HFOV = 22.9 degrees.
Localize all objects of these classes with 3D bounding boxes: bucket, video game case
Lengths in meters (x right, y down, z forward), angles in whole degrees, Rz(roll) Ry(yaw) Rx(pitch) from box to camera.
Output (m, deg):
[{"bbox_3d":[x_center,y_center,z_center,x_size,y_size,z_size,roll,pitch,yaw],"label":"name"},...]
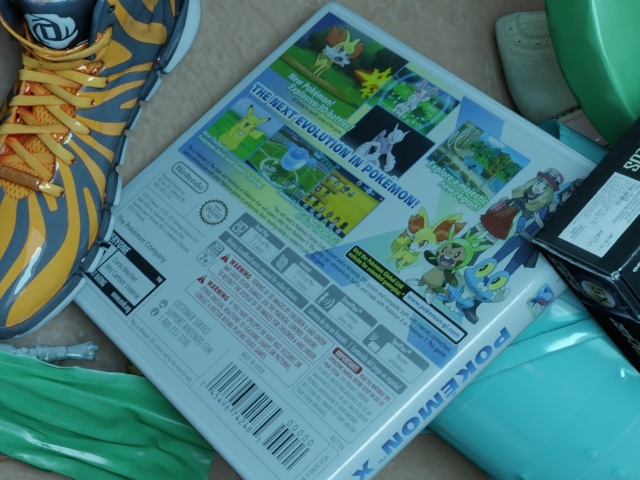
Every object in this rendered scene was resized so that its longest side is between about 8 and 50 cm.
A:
[{"bbox_3d":[0.178,0.060,1.157,0.183,0.281,0.281,33,78,-7],"label":"bucket"},{"bbox_3d":[0.000,0.000,1.074,0.300,0.329,0.036,-43,136,-8],"label":"video game case"}]

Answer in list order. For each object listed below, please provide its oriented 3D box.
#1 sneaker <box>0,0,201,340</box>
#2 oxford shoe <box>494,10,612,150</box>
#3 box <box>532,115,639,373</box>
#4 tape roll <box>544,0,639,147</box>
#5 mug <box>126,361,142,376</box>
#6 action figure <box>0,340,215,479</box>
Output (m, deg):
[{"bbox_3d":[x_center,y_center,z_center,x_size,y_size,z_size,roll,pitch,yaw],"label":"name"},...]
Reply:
[{"bbox_3d":[-0.191,-0.098,1.072,0.125,0.180,0.321,17,75,11],"label":"sneaker"},{"bbox_3d":[0.326,-0.192,1.286,0.397,0.140,0.146,-24,88,-20],"label":"oxford shoe"},{"bbox_3d":[0.242,-0.011,0.963,0.180,0.077,0.147,-48,125,-8],"label":"box"},{"bbox_3d":[0.313,-0.182,1.075,0.321,0.077,0.321,-1,94,-16],"label":"tape roll"},{"bbox_3d":[-0.097,0.082,1.167,0.062,0.064,0.078,37,77,-14],"label":"mug"},{"bbox_3d":[-0.185,0.118,1.124,0.232,0.063,0.137,18,121,-3],"label":"action figure"}]
